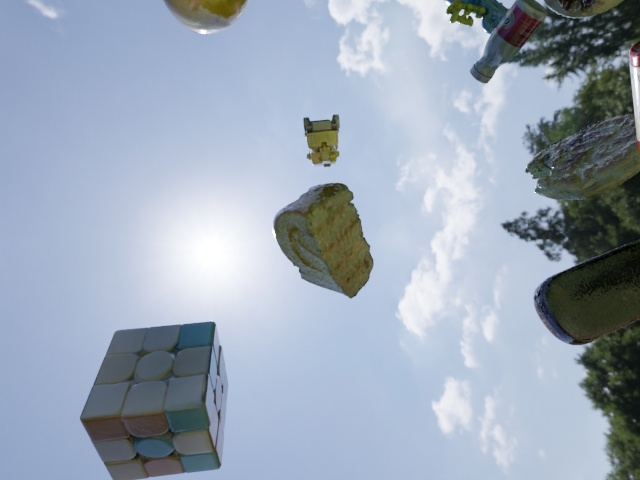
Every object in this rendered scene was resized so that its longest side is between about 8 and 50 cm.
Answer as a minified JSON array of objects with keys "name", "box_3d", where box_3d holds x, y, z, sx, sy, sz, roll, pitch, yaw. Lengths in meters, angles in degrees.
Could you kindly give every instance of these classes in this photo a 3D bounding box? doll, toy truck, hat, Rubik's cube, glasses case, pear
[{"name":"doll","box_3d":[0.548,-0.828,1.409,0.340,0.099,0.346,17,-130,-3]},{"name":"toy truck","box_3d":[0.008,-0.326,1.403,0.272,0.124,0.157,-47,-48,-90]},{"name":"hat","box_3d":[0.721,-0.751,1.086,0.130,0.257,0.258,8,-94,-52]},{"name":"Rubik's cube","box_3d":[-0.500,0.513,1.324,0.345,0.347,0.345,-3,-58,-5]},{"name":"glasses case","box_3d":[0.527,0.082,0.719,0.320,0.082,0.122,-19,-117,-12]},{"name":"pear","box_3d":[-0.330,-0.773,1.197,0.284,0.336,0.286,-4,-82,-29]}]

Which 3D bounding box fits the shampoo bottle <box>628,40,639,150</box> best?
[{"name":"shampoo bottle","box_3d":[0.601,-0.289,0.703,0.104,0.104,0.278,-47,-59,-33]}]

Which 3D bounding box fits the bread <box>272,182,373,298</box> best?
[{"name":"bread","box_3d":[0.000,0.006,1.467,0.239,0.263,0.396,-45,-55,-36]}]

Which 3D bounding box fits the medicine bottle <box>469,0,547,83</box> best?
[{"name":"medicine bottle","box_3d":[0.504,-0.541,1.114,0.090,0.217,0.091,13,-128,-17]}]

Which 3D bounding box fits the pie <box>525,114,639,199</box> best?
[{"name":"pie","box_3d":[0.684,-0.212,1.037,0.067,0.302,0.303,49,-122,-20]}]
